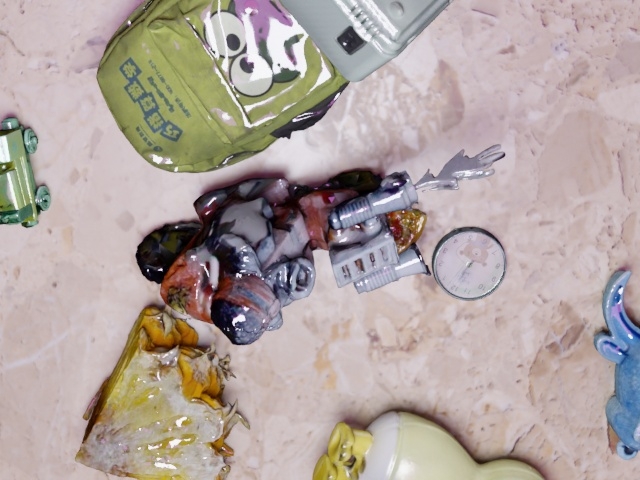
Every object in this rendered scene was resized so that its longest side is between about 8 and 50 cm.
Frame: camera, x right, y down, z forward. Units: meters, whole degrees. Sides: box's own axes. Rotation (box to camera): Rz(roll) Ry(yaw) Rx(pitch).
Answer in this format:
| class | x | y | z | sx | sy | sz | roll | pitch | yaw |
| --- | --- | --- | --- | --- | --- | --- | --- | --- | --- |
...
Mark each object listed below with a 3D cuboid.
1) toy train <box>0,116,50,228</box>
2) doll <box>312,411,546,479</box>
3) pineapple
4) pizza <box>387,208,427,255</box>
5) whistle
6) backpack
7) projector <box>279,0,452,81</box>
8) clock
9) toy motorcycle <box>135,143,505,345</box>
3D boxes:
| class | x | y | z | sx | sy | sz | roll | pitch | yaw |
| --- | --- | --- | --- | --- | --- | --- | --- | --- | --- |
| toy train | -0.327 | -0.069 | 1.200 | 0.050 | 0.081 | 0.122 | -6 | 103 | 9 |
| doll | 0.142 | 0.278 | 1.259 | 0.296 | 0.117 | 0.141 | 19 | 113 | -4 |
| pineapple | -0.181 | 0.194 | 1.248 | 0.186 | 0.114 | 0.236 | -12 | 106 | 3 |
| pizza | 0.070 | -0.014 | 1.236 | 0.078 | 0.025 | 0.083 | 41 | 101 | -10 |
| whistle | 0.385 | 0.120 | 1.240 | 0.180 | 0.093 | 0.269 | 21 | 97 | -5 |
| backpack | -0.098 | -0.183 | 1.144 | 0.253 | 0.140 | 0.207 | -32 | 100 | 16 |
| projector | 0.064 | -0.302 | 1.063 | 0.192 | 0.099 | 0.257 | 48 | 61 | -9 |
| clock | 0.166 | 0.027 | 1.249 | 0.085 | 0.017 | 0.085 | 0 | 104 | 1 |
| toy motorcycle | 0.000 | 0.000 | 1.151 | 0.401 | 0.207 | 0.134 | -16 | 124 | 3 |
